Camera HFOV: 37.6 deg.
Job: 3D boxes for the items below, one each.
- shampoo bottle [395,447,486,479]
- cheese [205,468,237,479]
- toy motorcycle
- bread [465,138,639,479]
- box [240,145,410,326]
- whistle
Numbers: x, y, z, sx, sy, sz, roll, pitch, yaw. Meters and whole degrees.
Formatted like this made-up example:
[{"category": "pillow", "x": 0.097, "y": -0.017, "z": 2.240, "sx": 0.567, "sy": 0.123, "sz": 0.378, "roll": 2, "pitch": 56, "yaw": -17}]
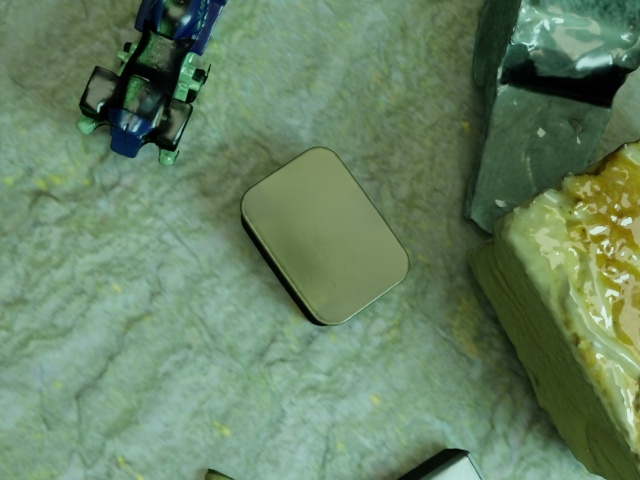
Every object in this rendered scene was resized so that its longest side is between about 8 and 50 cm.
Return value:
[{"category": "shampoo bottle", "x": 0.088, "y": 0.347, "z": 1.136, "sx": 0.246, "sy": 0.079, "sz": 0.080, "roll": -30, "pitch": 86, "yaw": -13}, {"category": "cheese", "x": -0.105, "y": 0.315, "z": 1.130, "sx": 0.084, "sy": 0.041, "sz": 0.060, "roll": 19, "pitch": 76, "yaw": -4}, {"category": "toy motorcycle", "x": -0.178, "y": -0.259, "z": 1.138, "sx": 0.125, "sy": 0.196, "sz": 0.331, "roll": 21, "pitch": 76, "yaw": -5}, {"category": "bread", "x": 0.418, "y": 0.068, "z": 1.076, "sx": 0.371, "sy": 0.279, "sz": 0.390, "roll": -29, "pitch": 87, "yaw": -9}, {"category": "box", "x": 0.000, "y": 0.000, "z": 1.177, "sx": 0.144, "sy": 0.090, "sz": 0.201, "roll": -36, "pitch": 88, "yaw": -13}, {"category": "whistle", "x": 0.296, "y": -0.204, "z": 1.210, "sx": 0.168, "sy": 0.188, "sz": 0.405, "roll": 11, "pitch": 79, "yaw": -7}]
